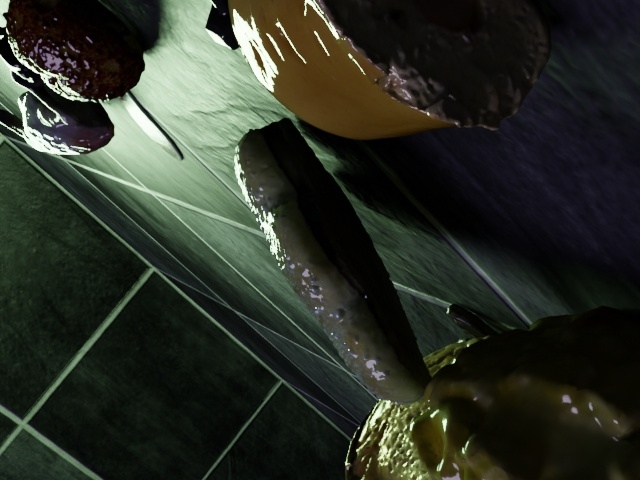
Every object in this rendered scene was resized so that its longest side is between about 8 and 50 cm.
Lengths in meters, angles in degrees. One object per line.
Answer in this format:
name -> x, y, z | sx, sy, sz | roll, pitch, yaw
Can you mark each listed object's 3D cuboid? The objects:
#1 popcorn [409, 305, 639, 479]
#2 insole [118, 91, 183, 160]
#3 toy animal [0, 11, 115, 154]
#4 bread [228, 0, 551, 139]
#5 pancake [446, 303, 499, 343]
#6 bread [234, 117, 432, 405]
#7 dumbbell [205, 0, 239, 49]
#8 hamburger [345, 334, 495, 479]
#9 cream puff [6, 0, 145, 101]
popcorn -> 0.179, 0.140, 0.784 | 0.181, 0.217, 0.235 | 70, 166, -16
insole -> -0.209, -0.145, 1.368 | 0.065, 0.004, 0.197 | 33, 168, 31
toy animal -> -0.337, -0.164, 1.486 | 0.195, 0.090, 0.324 | 45, 160, 3
bread -> 0.019, -0.102, 0.562 | 0.134, 0.085, 0.173 | 42, 169, -13
pancake -> 0.168, 0.119, 1.164 | 0.184, 0.020, 0.190 | 42, 168, -16
bread -> 0.000, 0.000, 0.898 | 0.207, 0.056, 0.286 | 54, -173, -22
dumbbell -> -0.067, -0.159, 0.748 | 0.040, 0.036, 0.083 | 30, 167, 39
hamburger -> 0.130, 0.205, 1.010 | 0.286, 0.243, 0.146 | -22, 120, 39
cream puff -> -0.231, -0.179, 1.089 | 0.149, 0.084, 0.149 | 39, 171, 8
